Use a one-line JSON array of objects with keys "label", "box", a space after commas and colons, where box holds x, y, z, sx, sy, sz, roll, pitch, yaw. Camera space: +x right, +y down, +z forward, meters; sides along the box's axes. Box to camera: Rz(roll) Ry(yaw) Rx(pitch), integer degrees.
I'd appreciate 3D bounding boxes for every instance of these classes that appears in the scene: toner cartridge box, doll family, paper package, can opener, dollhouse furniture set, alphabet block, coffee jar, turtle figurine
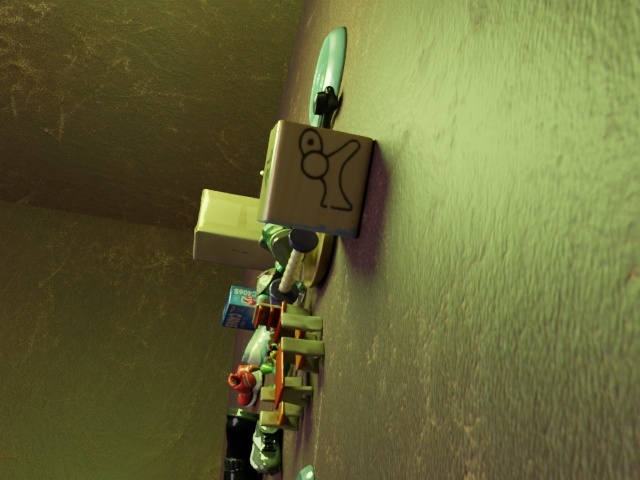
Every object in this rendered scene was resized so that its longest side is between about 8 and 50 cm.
[{"label": "toner cartridge box", "box": [-0.292, 0.274, 2.531, 0.348, 0.165, 0.075, 120, 156, -65]}, {"label": "doll family", "box": [-0.127, 0.308, 1.834, 0.111, 0.076, 0.193, -120, 37, -67]}, {"label": "paper package", "box": [-0.286, -0.024, 2.326, 0.309, 0.325, 0.168, 118, 159, -64]}, {"label": "can opener", "box": [0.010, -0.335, 1.729, 0.186, 0.073, 0.059, 98, 167, -53]}, {"label": "dollhouse furniture set", "box": [-0.092, 0.267, 1.492, 0.259, 0.135, 0.262, -94, 17, -53]}, {"label": "alphabet block", "box": [-0.017, -0.118, 1.291, 0.193, 0.192, 0.197, -167, 88, -78]}, {"label": "coffee jar", "box": [-0.096, 0.009, 1.666, 0.096, 0.079, 0.184, 67, 172, -17]}, {"label": "turtle figurine", "box": [-0.116, 0.123, 1.756, 0.175, 0.118, 0.234, -20, 36, 43]}]

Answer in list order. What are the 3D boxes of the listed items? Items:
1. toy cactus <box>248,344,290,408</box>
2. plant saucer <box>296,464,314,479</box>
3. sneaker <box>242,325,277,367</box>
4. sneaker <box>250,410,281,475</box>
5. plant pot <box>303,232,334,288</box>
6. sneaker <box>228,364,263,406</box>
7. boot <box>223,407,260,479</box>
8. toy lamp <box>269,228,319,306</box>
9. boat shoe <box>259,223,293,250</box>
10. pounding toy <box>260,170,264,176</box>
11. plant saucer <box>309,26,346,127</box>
[{"label": "toy cactus", "box": [-0.112, 0.355, 1.676, 0.180, 0.112, 0.219, -108, 36, -49]}, {"label": "plant saucer", "box": [-0.036, 0.507, 1.276, 0.119, 0.021, 0.119, -170, 90, -80]}, {"label": "sneaker", "box": [-0.157, 0.292, 1.998, 0.228, 0.092, 0.087, -63, 0, -26]}, {"label": "sneaker", "box": [-0.140, 0.520, 1.684, 0.234, 0.078, 0.106, -118, 36, -77]}, {"label": "plant pot", "box": [0.000, 0.000, 1.532, 0.236, 0.032, 0.236, -170, 90, -80]}, {"label": "sneaker", "box": [-0.281, 0.522, 2.358, 0.279, 0.118, 0.107, 112, 165, -50]}, {"label": "boot", "box": [-0.235, 0.663, 1.912, 0.348, 0.131, 0.260, 95, -175, -58]}, {"label": "toy lamp", "box": [-0.070, 0.080, 1.545, 0.274, 0.080, 0.080, 115, 162, -48]}, {"label": "boat shoe", "box": [-0.097, -0.052, 1.854, 0.320, 0.118, 0.103, 129, 162, -65]}, {"label": "pounding toy", "box": [-0.130, -0.126, 2.021, 0.269, 0.155, 0.154, -137, 61, -78]}, {"label": "plant saucer", "box": [0.015, -0.461, 1.862, 0.317, 0.044, 0.317, -171, 90, -80]}]
